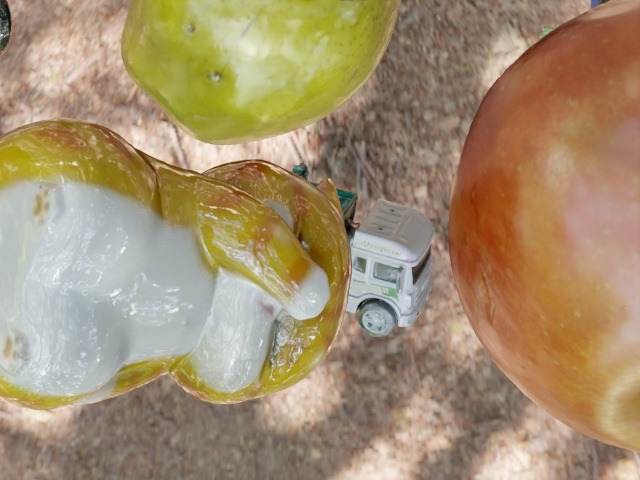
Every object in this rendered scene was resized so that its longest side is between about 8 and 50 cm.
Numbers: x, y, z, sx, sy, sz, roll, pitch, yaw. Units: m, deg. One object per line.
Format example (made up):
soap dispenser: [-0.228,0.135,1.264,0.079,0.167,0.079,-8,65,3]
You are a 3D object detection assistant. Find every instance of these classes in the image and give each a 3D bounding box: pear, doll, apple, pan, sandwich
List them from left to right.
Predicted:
pan: [-0.478,-0.266,1.776,0.212,0.040,0.115,-47,68,34]
doll: [-0.096,0.020,0.774,0.270,0.162,0.166,12,106,-32]
pear: [-0.081,-0.323,1.855,0.418,0.362,0.362,-39,110,18]
sandwich: [0.311,-0.257,1.726,0.044,0.083,0.031,7,82,10]
apple: [0.198,0.002,0.693,0.252,0.206,0.272,-23,142,10]

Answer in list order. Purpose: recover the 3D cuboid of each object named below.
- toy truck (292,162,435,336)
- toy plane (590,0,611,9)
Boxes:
toy truck: [0.000,0.000,1.233,0.216,0.110,0.116,16,125,15]
toy plane: [0.249,-0.217,1.165,0.054,0.167,0.062,-6,148,-38]
